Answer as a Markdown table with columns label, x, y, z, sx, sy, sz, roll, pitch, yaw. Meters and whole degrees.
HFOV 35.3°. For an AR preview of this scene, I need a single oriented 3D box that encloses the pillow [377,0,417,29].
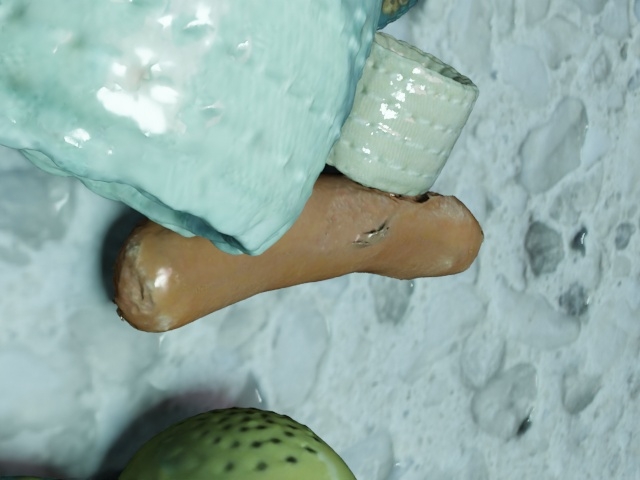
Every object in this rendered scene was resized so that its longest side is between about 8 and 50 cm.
| label | x | y | z | sx | sy | sz | roll | pitch | yaw |
| --- | --- | --- | --- | --- | --- | --- | --- | --- | --- |
| pillow | -0.012 | -0.248 | 0.653 | 0.189 | 0.034 | 0.256 | -40 | 122 | -34 |

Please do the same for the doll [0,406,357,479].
| label | x | y | z | sx | sy | sz | roll | pitch | yaw |
| --- | --- | --- | --- | --- | --- | --- | --- | --- | --- |
| doll | -0.089 | 0.187 | 0.563 | 0.260 | 0.177 | 0.162 | -9 | 104 | -38 |

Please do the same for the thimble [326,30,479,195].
| label | x | y | z | sx | sy | sz | roll | pitch | yaw |
| --- | --- | --- | --- | --- | --- | --- | --- | --- | --- |
| thimble | 0.043 | -0.085 | 0.671 | 0.115 | 0.102 | 0.090 | 5 | 117 | -50 |

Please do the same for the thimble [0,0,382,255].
| label | x | y | z | sx | sy | sz | roll | pitch | yaw |
| --- | --- | --- | --- | --- | --- | --- | --- | --- | --- |
| thimble | -0.094 | -0.102 | 0.478 | 0.250 | 0.204 | 0.172 | 31 | 80 | -43 |

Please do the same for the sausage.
| label | x | y | z | sx | sy | sz | roll | pitch | yaw |
| --- | --- | --- | --- | --- | --- | --- | --- | --- | --- |
| sausage | -0.001 | -0.002 | 0.677 | 0.326 | 0.079 | 0.087 | -9 | 93 | -44 |
